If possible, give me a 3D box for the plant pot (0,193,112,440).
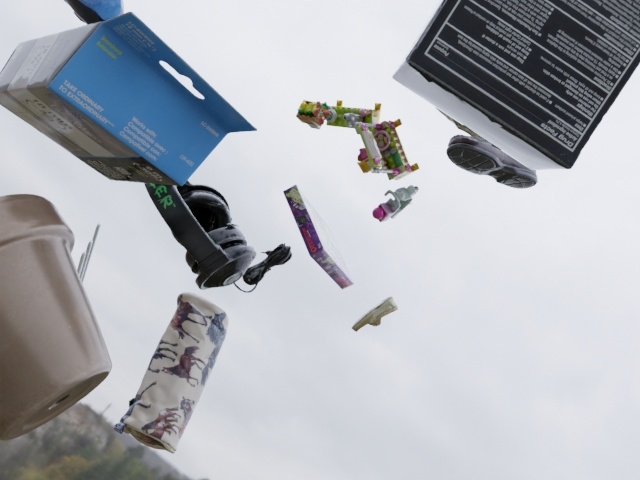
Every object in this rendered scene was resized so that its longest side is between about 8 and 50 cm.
[{"bbox_3d":[-0.385,0.111,0.788,0.229,0.263,0.263,53,-28,7],"label":"plant pot"}]

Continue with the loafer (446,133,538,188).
[{"bbox_3d":[0.444,-0.220,1.664,0.303,0.095,0.109,18,-20,-30],"label":"loafer"}]

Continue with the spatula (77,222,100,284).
[{"bbox_3d":[-0.493,0.095,1.311,0.019,0.168,0.242,20,-66,-14],"label":"spatula"}]

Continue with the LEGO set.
[{"bbox_3d":[0.051,-0.169,1.062,0.287,0.107,0.132,51,-58,22],"label":"LEGO set"}]

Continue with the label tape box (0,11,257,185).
[{"bbox_3d":[-0.293,-0.185,0.927,0.334,0.105,0.241,8,-23,44],"label":"label tape box"}]

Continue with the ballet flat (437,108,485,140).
[{"bbox_3d":[0.296,-0.335,1.447,0.123,0.123,0.348,15,-11,37],"label":"ballet flat"}]

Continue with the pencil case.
[{"bbox_3d":[-0.384,0.338,1.701,0.184,0.410,0.160,11,-25,22],"label":"pencil case"}]

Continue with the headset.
[{"bbox_3d":[-0.198,-0.020,1.290,0.243,0.185,0.394,57,0,37],"label":"headset"}]

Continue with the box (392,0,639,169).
[{"bbox_3d":[0.316,-0.307,0.995,0.296,0.294,0.183,33,3,-4],"label":"box"}]

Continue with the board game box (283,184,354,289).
[{"bbox_3d":[0.000,0.000,1.820,0.208,0.056,0.347,62,5,25],"label":"board game box"}]

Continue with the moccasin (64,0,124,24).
[{"bbox_3d":[-0.482,-0.508,1.227,0.342,0.138,0.116,60,-20,23],"label":"moccasin"}]

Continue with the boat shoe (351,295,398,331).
[{"bbox_3d":[0.143,0.200,1.670,0.045,0.135,0.050,54,-1,0],"label":"boat shoe"}]
